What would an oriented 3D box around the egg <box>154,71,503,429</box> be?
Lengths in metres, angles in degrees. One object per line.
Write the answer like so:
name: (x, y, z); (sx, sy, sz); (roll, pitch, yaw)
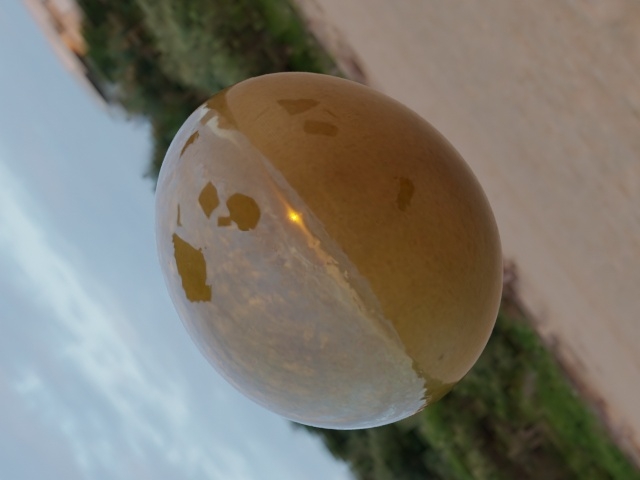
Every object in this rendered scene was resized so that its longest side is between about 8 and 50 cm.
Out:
egg: (0.000, 0.000, 1.373); (0.322, 0.250, 0.250); (53, -177, 41)
